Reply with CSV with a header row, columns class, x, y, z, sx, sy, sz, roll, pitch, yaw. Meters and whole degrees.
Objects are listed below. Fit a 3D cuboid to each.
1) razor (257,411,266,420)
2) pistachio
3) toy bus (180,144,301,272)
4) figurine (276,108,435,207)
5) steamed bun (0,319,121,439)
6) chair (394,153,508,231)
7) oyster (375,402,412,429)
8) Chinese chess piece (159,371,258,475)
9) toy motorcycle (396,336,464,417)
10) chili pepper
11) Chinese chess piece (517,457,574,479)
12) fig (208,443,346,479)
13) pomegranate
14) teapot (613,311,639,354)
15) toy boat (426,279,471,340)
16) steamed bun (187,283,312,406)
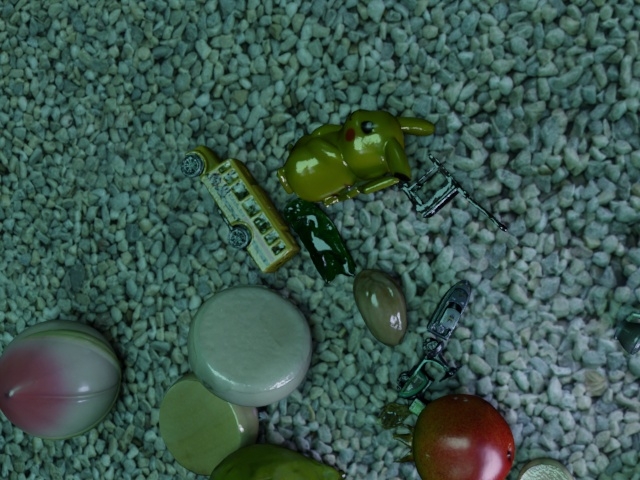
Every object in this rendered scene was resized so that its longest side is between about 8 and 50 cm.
class,x,y,z,sx,sy,sz,roll,pitch,yaw
razor,-0.203,0.344,1.858,0.084,0.036,0.211,-28,80,27
pistachio,0.134,0.150,1.704,0.126,0.108,0.186,-21,94,40
toy bus,-0.183,-0.082,1.779,0.123,0.121,0.336,-35,82,10
figurine,0.068,-0.179,1.656,0.326,0.218,0.169,-24,118,26
steamed bun,-0.656,0.342,1.862,0.309,0.309,0.310,1,94,17
chair,0.281,-0.072,1.643,0.113,0.106,0.229,-43,80,14
oyster,0.167,0.397,1.746,0.093,0.034,0.051,-44,88,10
Chinese chess piece,-0.263,0.429,1.823,0.250,0.097,0.251,4,99,28
toy motorcycle,0.236,0.299,1.705,0.100,0.058,0.173,36,101,8
chili pepper,-0.001,0.000,1.758,0.098,0.061,0.224,-37,81,15
Chinese chess piece,0.484,0.529,1.647,0.122,0.051,0.122,0,91,18
fig,-0.112,0.546,1.714,0.233,0.314,0.233,22,129,30
pomegranate,0.278,0.431,1.622,0.256,0.221,0.221,1,94,17
teapot,0.642,0.186,1.576,0.057,0.066,0.088,34,80,30
toy boat,0.287,0.147,1.682,0.055,0.060,0.141,27,96,-10
steamed bun,-0.162,0.244,1.738,0.282,0.177,0.283,6,60,-11
